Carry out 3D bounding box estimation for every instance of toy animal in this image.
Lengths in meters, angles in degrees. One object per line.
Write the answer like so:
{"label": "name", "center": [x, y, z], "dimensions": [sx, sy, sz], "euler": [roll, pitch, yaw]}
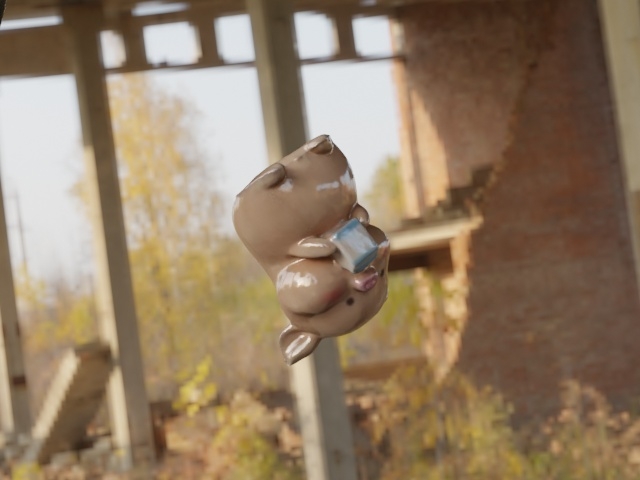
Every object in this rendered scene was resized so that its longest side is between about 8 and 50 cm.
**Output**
{"label": "toy animal", "center": [0.003, 0.003, 2.080], "dimensions": [0.195, 0.256, 0.213], "euler": [-32, 5, -27]}

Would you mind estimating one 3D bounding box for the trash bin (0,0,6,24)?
{"label": "trash bin", "center": [-0.387, -0.259, 1.187], "dimensions": [0.250, 0.219, 0.220], "euler": [5, 8, -34]}
